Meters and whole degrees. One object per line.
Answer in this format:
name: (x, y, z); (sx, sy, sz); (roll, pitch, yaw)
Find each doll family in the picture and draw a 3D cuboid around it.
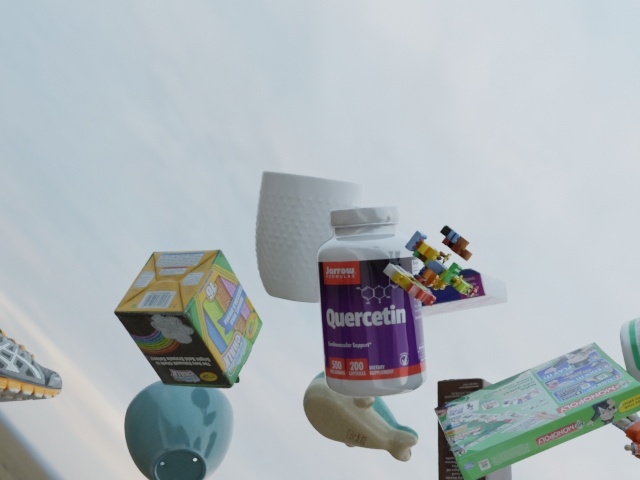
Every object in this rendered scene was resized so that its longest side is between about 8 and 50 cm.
doll family: (0.697, 0.368, 1.637); (0.163, 0.263, 0.118); (52, -22, 23)

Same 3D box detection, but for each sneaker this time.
sneaker: (-0.369, 0.131, 0.898); (0.084, 0.083, 0.215); (-12, -26, 25)

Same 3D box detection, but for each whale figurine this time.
whale figurine: (0.098, 0.381, 1.803); (0.272, 0.141, 0.216); (25, -44, 15)

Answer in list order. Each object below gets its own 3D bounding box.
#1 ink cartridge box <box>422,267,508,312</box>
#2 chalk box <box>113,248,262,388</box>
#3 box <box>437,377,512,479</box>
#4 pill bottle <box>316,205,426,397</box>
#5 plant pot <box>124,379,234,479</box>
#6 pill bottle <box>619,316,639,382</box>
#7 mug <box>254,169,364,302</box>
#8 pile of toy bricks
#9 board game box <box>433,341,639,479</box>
ink cartridge box: (0.287, 0.148, 2.088); (0.324, 0.330, 0.071); (-13, -103, 25)
chalk box: (-0.248, 0.181, 1.647); (0.180, 0.179, 0.288); (-2, -48, 27)
box: (0.400, 0.561, 2.092); (0.143, 0.381, 0.191); (-9, -23, 32)
pill bottle: (0.087, 0.103, 1.425); (0.181, 0.182, 0.322); (-4, -89, 61)
plant pot: (-0.362, 0.527, 2.079); (0.290, 0.290, 0.195); (61, 4, -27)
pill bottle: (0.711, 0.183, 1.347); (0.361, 0.204, 0.204); (-21, -68, 30)
mug: (0.000, 0.000, 2.138); (0.374, 0.276, 0.327); (10, -86, 30)
pile of toy bricks: (0.192, 0.051, 1.237); (0.105, 0.118, 0.212); (40, 10, 22)
board game box: (0.364, 0.286, 1.379); (0.213, 0.318, 0.046); (-99, 166, -78)
